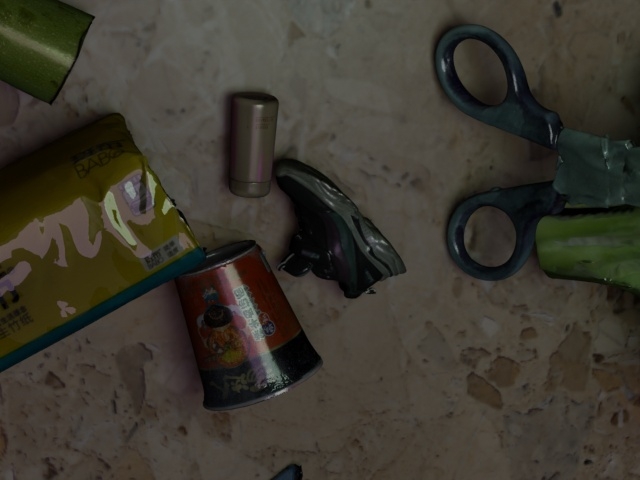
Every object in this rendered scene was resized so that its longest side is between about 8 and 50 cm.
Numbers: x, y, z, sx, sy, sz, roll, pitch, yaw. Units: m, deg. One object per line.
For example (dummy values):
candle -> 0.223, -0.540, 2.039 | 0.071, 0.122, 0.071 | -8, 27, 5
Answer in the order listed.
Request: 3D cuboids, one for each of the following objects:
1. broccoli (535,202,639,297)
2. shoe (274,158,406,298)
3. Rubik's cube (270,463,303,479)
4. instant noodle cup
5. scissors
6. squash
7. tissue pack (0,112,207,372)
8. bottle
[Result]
broccoli -> 0.384, -0.001, 1.607 | 0.249, 0.302, 0.375 | -7, 95, -35
shoe -> 0.000, 0.000, 1.605 | 0.099, 0.071, 0.169 | -44, 113, 4
Rubik's cube -> -0.102, 0.354, 1.644 | 0.178, 0.190, 0.211 | -6, 102, 6
instant noodle cup -> -0.077, 0.077, 1.586 | 0.127, 0.127, 0.135 | -21, 100, -7
scissors -> 0.257, -0.069, 1.510 | 0.029, 0.383, 0.256 | -20, 109, -42
squash -> -0.302, -0.200, 1.473 | 0.188, 0.095, 0.095 | 26, 97, -15
tissue pack -> -0.258, 0.006, 1.482 | 0.271, 0.192, 0.134 | -30, 110, -5
bottle -> -0.064, -0.090, 1.577 | 0.045, 0.045, 0.096 | 1, 105, -13
